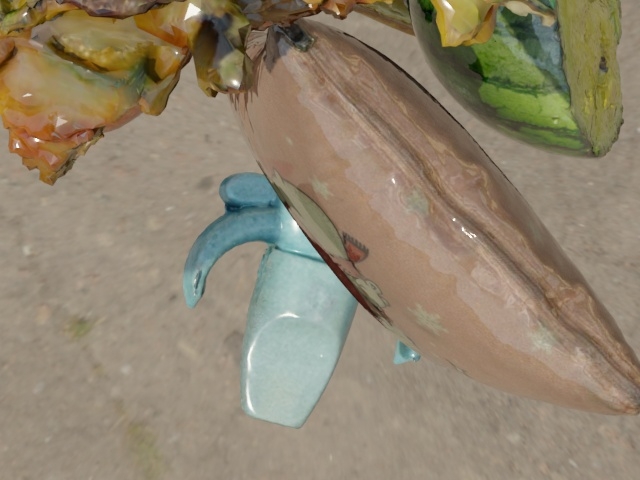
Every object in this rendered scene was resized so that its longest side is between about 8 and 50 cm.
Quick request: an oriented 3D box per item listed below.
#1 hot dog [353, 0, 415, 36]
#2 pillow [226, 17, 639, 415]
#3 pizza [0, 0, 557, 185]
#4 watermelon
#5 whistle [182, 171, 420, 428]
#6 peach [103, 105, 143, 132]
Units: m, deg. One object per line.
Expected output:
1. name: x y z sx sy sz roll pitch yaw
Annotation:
1. hot dog: 0.073 -0.257 1.385 0.249 0.100 0.068 19 103 -15
2. pillow: 0.035 -0.017 0.631 0.084 0.236 0.223 -42 103 -7
3. pizza: -0.068 -0.123 0.400 0.289 0.081 0.229 37 71 -1
4. watermelon: 0.171 -0.233 1.224 0.189 0.330 0.331 2 94 26
5. whistle: 0.000 0.000 0.979 0.186 0.093 0.274 16 87 -17
6. peach: -0.263 -0.228 1.397 0.252 0.252 0.253 0 94 0
